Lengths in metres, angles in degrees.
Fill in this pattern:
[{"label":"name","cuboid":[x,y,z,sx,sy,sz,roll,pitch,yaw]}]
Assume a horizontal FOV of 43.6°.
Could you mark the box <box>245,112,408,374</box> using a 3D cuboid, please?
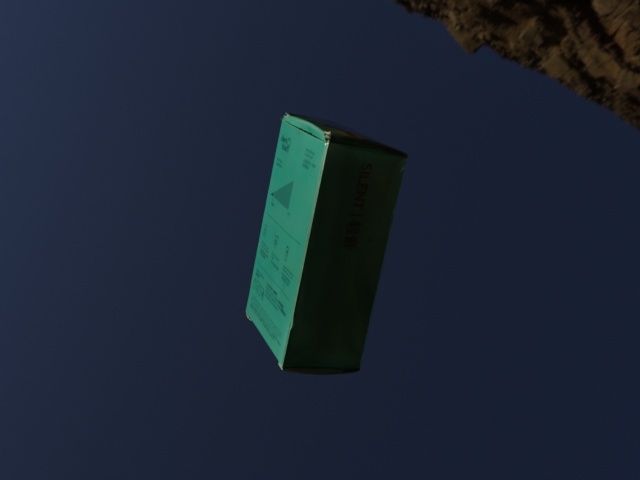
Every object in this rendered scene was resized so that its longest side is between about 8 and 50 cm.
[{"label":"box","cuboid":[0.000,0.000,1.083,0.118,0.205,0.311,6,-76,-23]}]
